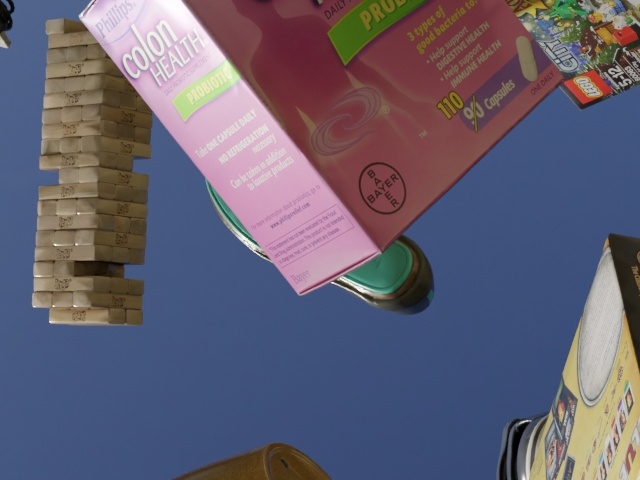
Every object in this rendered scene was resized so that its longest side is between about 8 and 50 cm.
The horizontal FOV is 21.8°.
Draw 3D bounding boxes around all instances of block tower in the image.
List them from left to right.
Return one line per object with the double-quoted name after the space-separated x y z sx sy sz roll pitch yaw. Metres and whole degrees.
-0.248 -0.075 1.829 0.097 0.335 0.091 -2 175 32 "block tower"

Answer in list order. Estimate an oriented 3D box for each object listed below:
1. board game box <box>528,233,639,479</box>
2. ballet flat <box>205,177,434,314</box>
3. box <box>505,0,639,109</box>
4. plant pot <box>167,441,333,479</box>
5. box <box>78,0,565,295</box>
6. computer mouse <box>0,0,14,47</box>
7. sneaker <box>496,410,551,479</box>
0.141 0.143 0.834 0.042 0.243 0.165 9 -147 -4 "board game box"
0.000 0.000 1.625 0.280 0.096 0.095 34 -93 33 "ballet flat"
0.209 -0.215 1.307 0.159 0.233 0.044 -24 -141 34 "box"
-0.095 0.287 1.373 0.237 0.254 0.237 43 -163 -17 "plant pot"
0.005 -0.129 1.121 0.213 0.117 0.243 -42 -84 -32 "box"
-0.268 -0.286 1.666 0.272 0.188 0.072 -13 -135 14 "computer mouse"
0.228 0.233 1.644 0.127 0.126 0.321 1 169 25 "sneaker"
